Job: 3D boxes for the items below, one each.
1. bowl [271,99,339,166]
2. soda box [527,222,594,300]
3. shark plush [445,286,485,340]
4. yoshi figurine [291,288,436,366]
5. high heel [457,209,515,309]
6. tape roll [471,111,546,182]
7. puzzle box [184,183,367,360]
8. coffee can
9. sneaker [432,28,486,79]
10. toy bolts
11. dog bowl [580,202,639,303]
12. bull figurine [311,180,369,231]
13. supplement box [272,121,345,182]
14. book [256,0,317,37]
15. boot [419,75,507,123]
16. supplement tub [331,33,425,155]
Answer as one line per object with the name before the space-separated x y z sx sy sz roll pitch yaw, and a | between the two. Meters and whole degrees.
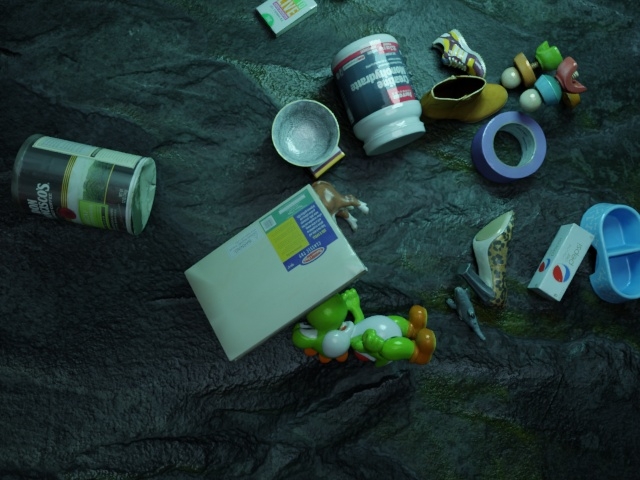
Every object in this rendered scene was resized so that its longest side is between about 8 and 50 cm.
bowl | -0.040 -0.266 1.314 0.169 0.080 0.170 0 87 -5
soda box | 0.681 0.062 1.455 0.073 0.069 0.216 32 83 -2
shark plush | 0.403 0.204 1.416 0.073 0.067 0.162 -15 88 -7
yoshi figurine | 0.107 0.215 1.335 0.361 0.204 0.203 2 70 -3
high heel | 0.509 0.058 1.445 0.186 0.093 0.261 45 74 -19
tape roll | 0.533 -0.262 1.457 0.188 0.080 0.189 1 85 -6
puzzle box | -0.118 0.081 1.295 0.408 0.052 0.272 -34 71 6
coffee can | -0.574 -0.136 1.271 0.275 0.201 0.202 11 85 -5
sneaker | 0.392 -0.512 1.455 0.083 0.070 0.186 -28 67 -3
toy bolts | 0.623 -0.417 1.433 0.158 0.229 0.218 -29 113 19
dog bowl | 0.858 0.034 1.473 0.165 0.074 0.298 -9 88 -7
bull figurine | 0.000 0.000 1.374 0.188 0.101 0.311 18 90 -11
supplement box | -0.034 -0.266 1.397 0.104 0.081 0.188 -39 91 -6
book | -0.095 -0.652 1.445 0.144 0.035 0.096 -37 87 -6
boot | 0.411 -0.390 1.387 0.294 0.211 0.104 -15 88 -7
supplement tub | 0.155 -0.385 1.370 0.191 0.191 0.273 -20 88 -7
